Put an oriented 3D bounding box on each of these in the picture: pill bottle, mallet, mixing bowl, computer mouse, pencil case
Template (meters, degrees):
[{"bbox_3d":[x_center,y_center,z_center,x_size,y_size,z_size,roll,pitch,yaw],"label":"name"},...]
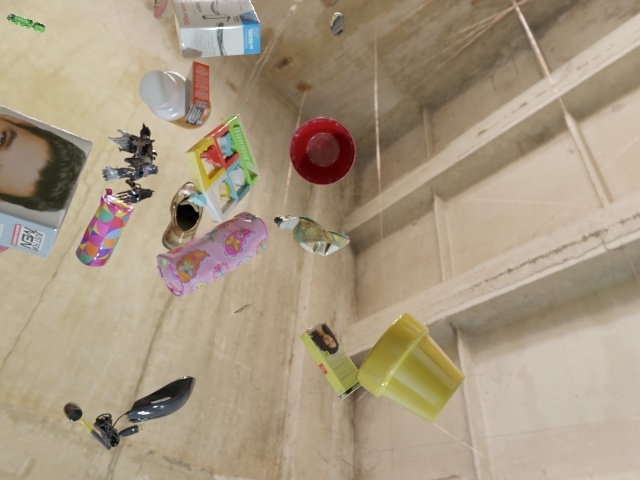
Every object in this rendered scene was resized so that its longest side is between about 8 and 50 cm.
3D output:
[{"bbox_3d":[-0.425,-0.413,1.354,0.136,0.136,0.245,-45,178,7],"label":"pill bottle"},{"bbox_3d":[-0.659,0.528,1.307,0.062,0.190,0.039,15,-133,42],"label":"mallet"},{"bbox_3d":[0.007,-0.252,1.295,0.181,0.181,0.098,-42,-171,12],"label":"mixing bowl"},{"bbox_3d":[-0.444,0.461,1.207,0.060,0.261,0.184,51,-38,27],"label":"computer mouse"},{"bbox_3d":[-0.645,-0.033,1.378,0.236,0.104,0.104,-56,-149,18],"label":"pencil case"},{"bbox_3d":[-0.263,0.027,1.154,0.124,0.124,0.284,-1,-154,48],"label":"pencil case"}]

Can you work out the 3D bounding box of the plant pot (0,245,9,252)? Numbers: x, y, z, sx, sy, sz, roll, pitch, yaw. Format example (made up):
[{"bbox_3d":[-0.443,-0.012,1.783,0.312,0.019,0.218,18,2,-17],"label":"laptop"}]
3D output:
[{"bbox_3d":[-0.939,-0.065,1.273,0.201,0.180,0.201,-3,-141,3],"label":"plant pot"}]

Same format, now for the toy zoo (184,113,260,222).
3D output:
[{"bbox_3d":[-0.248,-0.179,1.175,0.030,0.193,0.293,-2,-147,22],"label":"toy zoo"}]

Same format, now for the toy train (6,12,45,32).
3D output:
[{"bbox_3d":[-0.723,-0.536,1.134,0.023,0.083,0.017,-29,-109,35],"label":"toy train"}]

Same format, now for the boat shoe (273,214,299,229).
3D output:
[{"bbox_3d":[-0.107,-0.060,1.464,0.038,0.125,0.046,34,-71,16],"label":"boat shoe"}]

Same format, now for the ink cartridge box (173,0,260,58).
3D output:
[{"bbox_3d":[-0.272,-0.560,1.210,0.203,0.086,0.148,-10,-126,-16],"label":"ink cartridge box"}]

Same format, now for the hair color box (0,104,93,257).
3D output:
[{"bbox_3d":[-0.567,-0.128,0.680,0.113,0.374,0.186,-36,-138,44],"label":"hair color box"}]

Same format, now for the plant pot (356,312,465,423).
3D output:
[{"bbox_3d":[0.271,0.379,1.326,0.239,0.254,0.254,36,-94,24],"label":"plant pot"}]

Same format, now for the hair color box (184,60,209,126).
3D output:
[{"bbox_3d":[-0.302,-0.358,1.128,0.072,0.043,0.141,-39,-131,50],"label":"hair color box"}]

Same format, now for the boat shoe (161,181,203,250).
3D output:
[{"bbox_3d":[-0.465,-0.099,1.625,0.120,0.122,0.324,-50,-149,37],"label":"boat shoe"}]

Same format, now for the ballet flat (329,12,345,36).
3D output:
[{"bbox_3d":[0.048,-0.692,1.472,0.057,0.049,0.173,-37,-175,11],"label":"ballet flat"}]

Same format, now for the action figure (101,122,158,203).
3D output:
[{"bbox_3d":[-0.517,-0.222,1.257,0.276,0.140,0.164,60,-43,50],"label":"action figure"}]

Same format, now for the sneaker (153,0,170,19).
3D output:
[{"bbox_3d":[-0.476,-0.726,1.353,0.051,0.070,0.134,26,-87,38],"label":"sneaker"}]

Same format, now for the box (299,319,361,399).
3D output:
[{"bbox_3d":[0.036,0.372,1.445,0.087,0.232,0.058,-25,162,-38],"label":"box"}]

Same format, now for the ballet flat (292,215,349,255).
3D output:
[{"bbox_3d":[0.000,0.000,1.791,0.123,0.348,0.123,-8,-106,29],"label":"ballet flat"}]

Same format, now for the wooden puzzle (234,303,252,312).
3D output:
[{"bbox_3d":[-0.255,0.226,1.529,0.049,0.083,0.006,-30,-100,5],"label":"wooden puzzle"}]
